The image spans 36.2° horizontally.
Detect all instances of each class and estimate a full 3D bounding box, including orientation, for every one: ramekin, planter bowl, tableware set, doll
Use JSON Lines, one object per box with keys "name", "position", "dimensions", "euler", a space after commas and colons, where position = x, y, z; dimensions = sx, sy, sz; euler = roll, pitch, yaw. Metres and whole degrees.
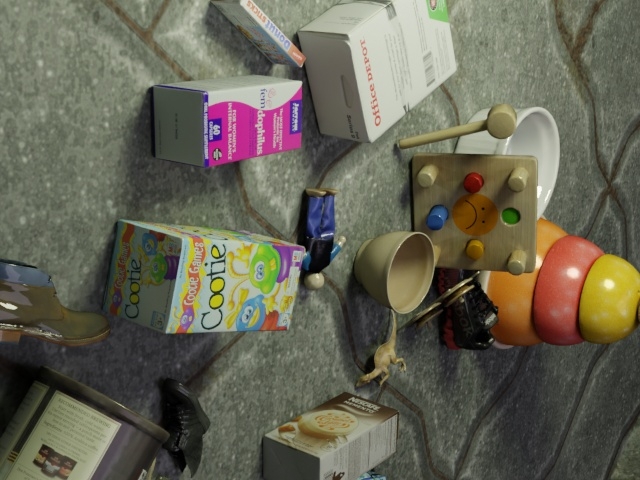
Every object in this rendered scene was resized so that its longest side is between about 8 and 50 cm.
{"name": "ramekin", "position": [0.409, -0.166, 2.177], "dimensions": [0.277, 0.135, 0.277], "euler": [-21, 117, -48]}
{"name": "planter bowl", "position": [0.135, 0.053, 1.922], "dimensions": [0.162, 0.109, 0.162], "euler": [-20, 117, -48]}
{"name": "tableware set", "position": [0.259, 0.143, 2.066], "dimensions": [0.128, 0.194, 0.039], "euler": [-26, 77, -45]}
{"name": "doll", "position": [0.000, 0.000, 1.784], "dimensions": [0.129, 0.046, 0.189], "euler": [-7, 107, -50]}

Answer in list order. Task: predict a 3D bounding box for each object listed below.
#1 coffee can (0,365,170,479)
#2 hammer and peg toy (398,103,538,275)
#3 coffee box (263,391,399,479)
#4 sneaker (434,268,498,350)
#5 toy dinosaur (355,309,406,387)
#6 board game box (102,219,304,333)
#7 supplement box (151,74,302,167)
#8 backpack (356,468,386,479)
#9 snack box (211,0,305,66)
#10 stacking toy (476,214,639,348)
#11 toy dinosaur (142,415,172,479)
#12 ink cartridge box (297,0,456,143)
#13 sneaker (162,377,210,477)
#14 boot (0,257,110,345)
{"name": "coffee can", "position": [-0.358, 0.336, 1.313], "dimensions": [0.201, 0.201, 0.275], "euler": [47, 65, -48]}
{"name": "hammer and peg toy", "position": [0.307, -0.107, 1.989], "dimensions": [0.127, 0.266, 0.361], "euler": [-54, 143, -60]}
{"name": "coffee box", "position": [0.023, 0.389, 1.867], "dimensions": [0.246, 0.141, 0.098], "euler": [-19, 116, -49]}
{"name": "sneaker", "position": [0.333, 0.134, 2.181], "dimensions": [0.097, 0.135, 0.276], "euler": [-34, 126, -39]}
{"name": "toy dinosaur", "position": [0.142, 0.239, 2.039], "dimensions": [0.092, 0.053, 0.183], "euler": [47, 65, -46]}
{"name": "board game box", "position": [-0.173, 0.057, 1.502], "dimensions": [0.275, 0.142, 0.144], "euler": [4, 98, -53]}
{"name": "supplement box", "position": [-0.139, -0.187, 1.492], "dimensions": [0.220, 0.114, 0.111], "euler": [-19, 116, -50]}
{"name": "backpack", "position": [0.091, 0.538, 2.050], "dimensions": [0.114, 0.084, 0.105], "euler": [10, 91, -50]}
{"name": "snack box", "position": [-0.095, -0.329, 1.537], "dimensions": [0.178, 0.064, 0.022], "euler": [38, 71, -51]}
{"name": "stacking toy", "position": [0.632, 0.137, 2.278], "dimensions": [0.350, 0.480, 0.351], "euler": [-22, 119, -47]}
{"name": "toy dinosaur", "position": [-0.283, 0.421, 1.556], "dimensions": [0.118, 0.064, 0.268], "euler": [27, 77, -45]}
{"name": "ink cartridge box", "position": [0.106, -0.336, 1.744], "dimensions": [0.289, 0.121, 0.211], "euler": [-42, 131, -36]}
{"name": "sneaker", "position": [-0.228, 0.304, 1.590], "dimensions": [0.089, 0.051, 0.170], "euler": [-57, 143, -30]}
{"name": "boot", "position": [-0.365, 0.082, 1.317], "dimensions": [0.219, 0.082, 0.106], "euler": [6, 99, -51]}
